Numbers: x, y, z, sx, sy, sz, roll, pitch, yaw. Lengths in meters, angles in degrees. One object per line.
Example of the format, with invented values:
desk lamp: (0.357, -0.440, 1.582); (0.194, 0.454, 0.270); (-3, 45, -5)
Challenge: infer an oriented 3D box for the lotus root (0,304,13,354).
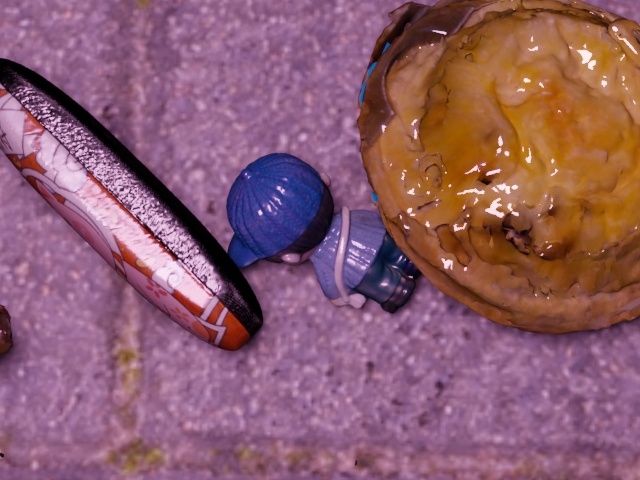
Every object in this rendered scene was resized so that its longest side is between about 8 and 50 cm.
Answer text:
lotus root: (-0.372, 0.109, 1.232); (0.343, 0.151, 0.169); (-23, 98, -12)

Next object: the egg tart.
egg tart: (0.163, -0.076, 1.300); (0.291, 0.107, 0.290); (4, 72, -14)

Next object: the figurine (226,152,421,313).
figurine: (0.000, 0.000, 1.309); (0.149, 0.087, 0.086); (29, 77, -7)

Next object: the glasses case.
glasses case: (-0.143, -0.025, 1.290); (0.267, 0.103, 0.067); (44, 81, 5)
